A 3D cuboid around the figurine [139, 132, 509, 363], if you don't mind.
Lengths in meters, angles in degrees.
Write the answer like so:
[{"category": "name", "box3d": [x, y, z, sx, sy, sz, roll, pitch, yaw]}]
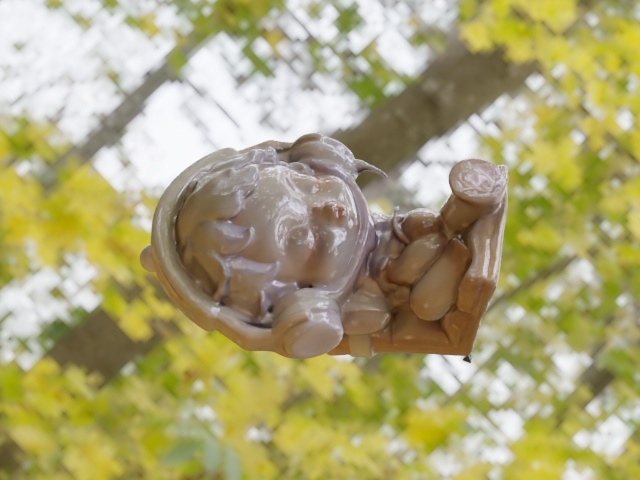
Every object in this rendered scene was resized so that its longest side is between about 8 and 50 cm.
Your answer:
[{"category": "figurine", "box3d": [-0.001, 0.002, 1.247, 0.237, 0.162, 0.141, 9, -38, 9]}]
